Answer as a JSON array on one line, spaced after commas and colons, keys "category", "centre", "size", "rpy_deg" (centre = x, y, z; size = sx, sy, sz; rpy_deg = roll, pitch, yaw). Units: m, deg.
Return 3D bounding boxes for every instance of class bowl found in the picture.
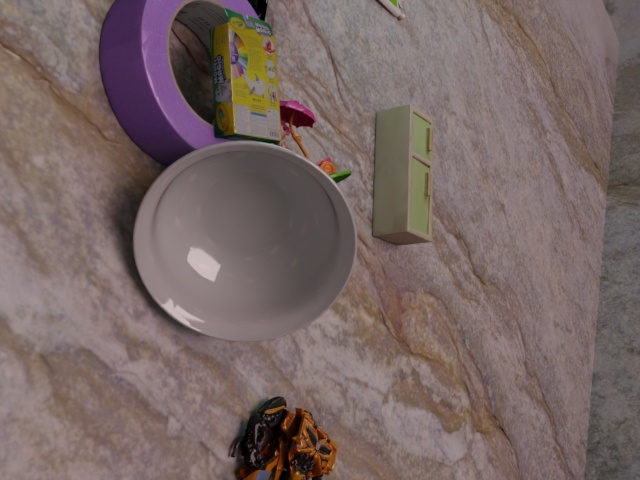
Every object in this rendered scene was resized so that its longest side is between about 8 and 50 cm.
[{"category": "bowl", "centre": [-0.104, -0.016, 1.046], "size": [0.134, 0.297, 0.298], "rpy_deg": [-104, 168, -64]}]

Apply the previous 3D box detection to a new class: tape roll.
[{"category": "tape roll", "centre": [-0.180, -0.245, 1.084], "size": [0.274, 0.090, 0.275], "rpy_deg": [13, 73, -53]}]

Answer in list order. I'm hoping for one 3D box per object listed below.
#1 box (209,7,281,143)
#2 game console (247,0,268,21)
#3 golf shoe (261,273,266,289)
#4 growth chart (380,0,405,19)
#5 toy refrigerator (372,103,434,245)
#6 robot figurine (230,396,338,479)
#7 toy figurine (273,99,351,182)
[{"category": "box", "centre": [-0.107, -0.232, 1.071], "size": [0.105, 0.043, 0.179], "rpy_deg": [1, 86, -54]}, {"category": "game console", "centre": [-0.129, -0.434, 1.250], "size": [0.107, 0.071, 0.122], "rpy_deg": [71, 25, -71]}, {"category": "golf shoe", "centre": [-0.092, 0.044, 1.180], "size": [0.086, 0.069, 0.176], "rpy_deg": [18, 71, -58]}, {"category": "growth chart", "centre": [0.144, -0.618, 1.647], "size": [0.172, 0.021, 0.237], "rpy_deg": [8, 79, -54]}, {"category": "toy refrigerator", "centre": [0.176, -0.134, 1.549], "size": [0.102, 0.094, 0.270], "rpy_deg": [20, 68, -51]}, {"category": "robot figurine", "centre": [-0.061, 0.388, 1.145], "size": [0.211, 0.085, 0.291], "rpy_deg": [52, 46, -33]}, {"category": "toy figurine", "centre": [-0.054, -0.154, 1.253], "size": [0.173, 0.130, 0.159], "rpy_deg": [-21, 88, -29]}]
